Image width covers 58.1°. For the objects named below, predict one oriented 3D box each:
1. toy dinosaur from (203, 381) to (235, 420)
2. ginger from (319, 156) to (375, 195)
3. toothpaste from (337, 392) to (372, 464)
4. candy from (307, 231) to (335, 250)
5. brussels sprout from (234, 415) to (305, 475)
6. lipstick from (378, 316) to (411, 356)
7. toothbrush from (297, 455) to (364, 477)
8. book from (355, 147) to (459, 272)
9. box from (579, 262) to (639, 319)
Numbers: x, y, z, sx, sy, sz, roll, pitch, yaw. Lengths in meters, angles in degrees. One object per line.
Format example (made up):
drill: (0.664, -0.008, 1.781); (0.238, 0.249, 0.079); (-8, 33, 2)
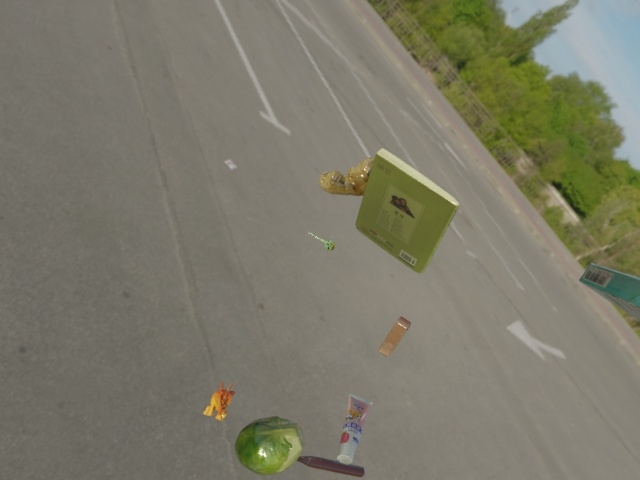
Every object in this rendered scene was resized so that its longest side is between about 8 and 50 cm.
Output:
toy dinosaur: (-0.298, 0.483, 1.746); (0.070, 0.288, 0.117); (23, 68, -6)
ginger: (0.165, -0.141, 1.635); (0.333, 0.148, 0.081); (27, 10, -10)
toothpaste: (0.086, 0.484, 1.491); (0.067, 0.043, 0.194); (21, 39, 3)
candy: (0.000, 0.000, 1.504); (0.083, 0.025, 0.023); (28, 61, 5)
brussels sprout: (-0.135, 0.548, 1.542); (0.161, 0.180, 0.144); (23, 53, -70)
lipstick: (0.243, 0.317, 1.891); (0.045, 0.145, 0.045); (32, 35, 10)
toothbrush: (0.000, 0.730, 1.888); (0.364, 0.041, 0.041); (24, 31, -29)
book: (0.215, -0.063, 1.506); (0.239, 0.352, 0.035); (38, 62, 15)
box: (0.459, 0.101, 0.764); (0.162, 0.041, 0.229); (33, 7, 0)
